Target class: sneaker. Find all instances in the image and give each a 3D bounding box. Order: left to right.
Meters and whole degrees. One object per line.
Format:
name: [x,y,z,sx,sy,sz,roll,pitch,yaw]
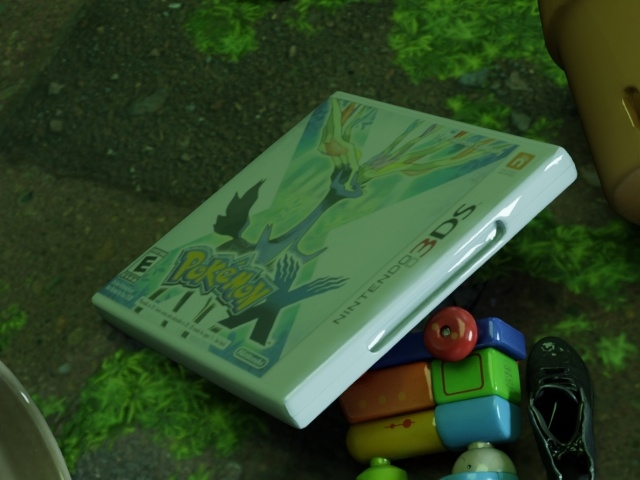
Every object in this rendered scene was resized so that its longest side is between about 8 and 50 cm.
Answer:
sneaker: [0.183,0.127,1.385,0.051,0.089,0.170,-9,52,7]

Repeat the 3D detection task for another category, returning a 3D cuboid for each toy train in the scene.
toy train: [0.039,0.147,1.415,0.248,0.105,0.143,-13,67,24]

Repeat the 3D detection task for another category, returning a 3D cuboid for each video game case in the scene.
video game case: [0.000,0.000,1.478,0.300,0.036,0.329,-41,29,-18]

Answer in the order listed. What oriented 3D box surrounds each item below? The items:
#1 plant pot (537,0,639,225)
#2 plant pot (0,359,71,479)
plant pot: [0.318,-0.131,1.448,0.291,0.291,0.203,-4,69,11]
plant pot: [-0.338,0.225,1.366,0.229,0.263,0.263,-26,49,16]
